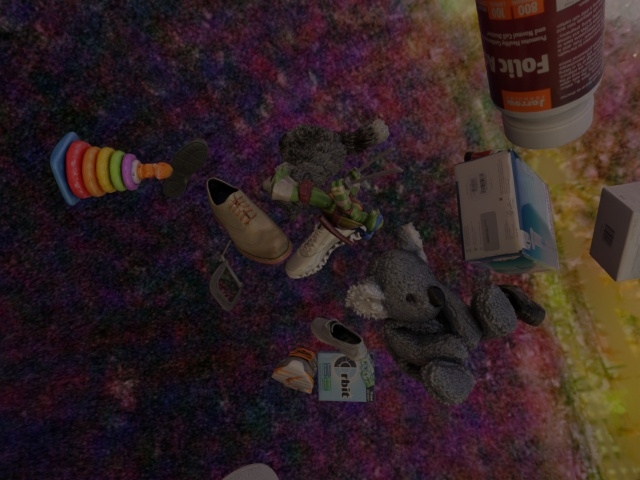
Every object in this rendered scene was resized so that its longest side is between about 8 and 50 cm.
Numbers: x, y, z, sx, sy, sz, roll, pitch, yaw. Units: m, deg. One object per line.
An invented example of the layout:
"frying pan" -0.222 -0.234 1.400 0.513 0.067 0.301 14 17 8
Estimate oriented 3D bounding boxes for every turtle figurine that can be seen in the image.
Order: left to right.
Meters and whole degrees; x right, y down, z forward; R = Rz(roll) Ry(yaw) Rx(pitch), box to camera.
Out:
"turtle figurine" 0.035 -0.140 0.990 0.275 0.266 0.198 103 1 -47

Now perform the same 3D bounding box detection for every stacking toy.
"stacking toy" -0.577 -0.201 1.223 0.166 0.301 0.175 96 -8 -46

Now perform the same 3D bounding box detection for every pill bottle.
"pill bottle" 0.460 -0.401 0.891 0.224 0.223 0.392 -81 150 -41

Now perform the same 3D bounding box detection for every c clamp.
"c clamp" -0.241 0.103 1.127 0.161 0.022 0.137 74 32 -42

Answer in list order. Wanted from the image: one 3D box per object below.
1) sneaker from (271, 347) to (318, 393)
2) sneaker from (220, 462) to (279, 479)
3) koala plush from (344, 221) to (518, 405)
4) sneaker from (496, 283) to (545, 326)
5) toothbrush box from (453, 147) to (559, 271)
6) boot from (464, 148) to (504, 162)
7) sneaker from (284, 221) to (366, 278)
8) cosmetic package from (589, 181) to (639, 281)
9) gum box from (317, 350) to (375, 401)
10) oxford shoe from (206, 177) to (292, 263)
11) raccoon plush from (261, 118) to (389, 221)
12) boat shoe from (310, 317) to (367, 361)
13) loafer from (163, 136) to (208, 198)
"sneaker" -0.045 0.258 0.873 0.215 0.084 0.083 93 15 -67
"sneaker" -0.183 0.473 0.686 0.094 0.151 0.255 47 39 14
"koala plush" 0.147 0.102 0.678 0.196 0.203 0.221 -48 113 -18
"sneaker" 0.572 0.176 1.315 0.130 0.087 0.227 25 13 -12
"toothbrush box" 0.424 -0.046 0.955 0.295 0.126 0.217 12 72 -47
"boot" 0.623 -0.231 1.527 0.244 0.176 0.088 44 81 -23
"sneaker" 0.000 0.000 1.313 0.110 0.292 0.118 50 -2 39
"cosmetic package" 0.867 -0.031 1.111 0.138 0.224 0.224 -93 171 -56
"gum box" 0.085 0.444 1.402 0.041 0.184 0.157 8 80 -79
"oxford shoe" -0.242 -0.065 1.323 0.140 0.397 0.147 -43 144 -19
"raccoon plush" 0.010 -0.258 1.414 0.216 0.446 0.299 49 27 -36
"boat shoe" 0.052 0.281 1.308 0.079 0.227 0.081 -32 128 -31
"loafer" -0.475 -0.265 1.490 0.096 0.267 0.084 26 35 -28
